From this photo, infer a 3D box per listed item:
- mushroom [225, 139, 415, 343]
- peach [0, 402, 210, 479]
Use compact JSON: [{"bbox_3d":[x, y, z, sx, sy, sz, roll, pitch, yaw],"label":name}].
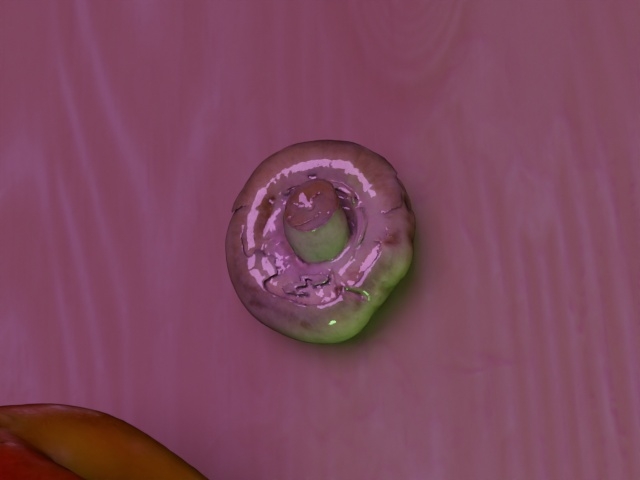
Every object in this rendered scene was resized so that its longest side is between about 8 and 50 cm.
[{"bbox_3d":[0.000,0.000,1.400,0.154,0.122,0.154,-4,70,10],"label":"mushroom"},{"bbox_3d":[-0.200,0.305,1.232,0.388,0.388,0.388,-7,68,17],"label":"peach"}]
